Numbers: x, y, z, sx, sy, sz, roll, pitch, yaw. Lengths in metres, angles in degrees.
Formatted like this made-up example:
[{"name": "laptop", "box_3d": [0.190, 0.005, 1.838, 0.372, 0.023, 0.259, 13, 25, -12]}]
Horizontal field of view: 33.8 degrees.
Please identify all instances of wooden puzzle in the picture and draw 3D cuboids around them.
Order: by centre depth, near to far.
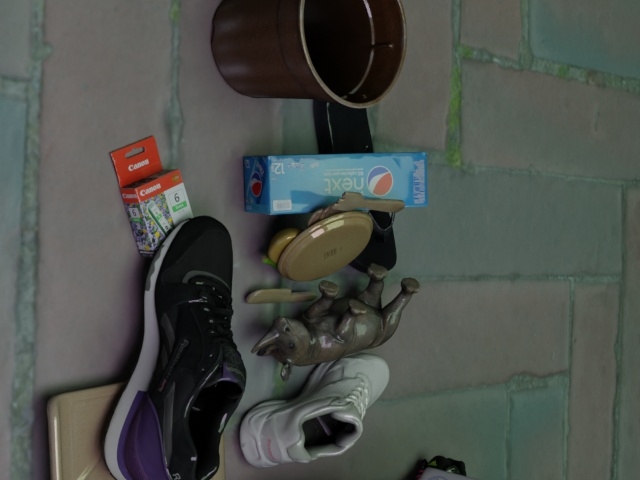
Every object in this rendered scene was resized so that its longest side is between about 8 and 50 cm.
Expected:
[{"name": "wooden puzzle", "box_3d": [-0.187, 0.251, 1.090, 0.239, 0.044, 0.221, -5, 95, -51]}]

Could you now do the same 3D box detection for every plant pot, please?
[{"name": "plant pot", "box_3d": [-0.022, -0.224, 1.150, 0.167, 0.165, 0.167, -3, 94, -47]}]

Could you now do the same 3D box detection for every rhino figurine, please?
[{"name": "rhino figurine", "box_3d": [0.011, 0.103, 1.252, 0.243, 0.073, 0.106, -15, 139, -44]}]

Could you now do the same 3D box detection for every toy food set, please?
[{"name": "toy food set", "box_3d": [0.000, 0.000, 1.209, 0.132, 0.192, 0.038, 4, 48, -49]}]

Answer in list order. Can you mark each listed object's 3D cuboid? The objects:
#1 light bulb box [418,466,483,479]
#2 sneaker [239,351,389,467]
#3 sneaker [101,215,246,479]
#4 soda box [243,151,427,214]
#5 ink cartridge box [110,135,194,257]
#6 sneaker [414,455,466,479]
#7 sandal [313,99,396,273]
[{"name": "light bulb box", "box_3d": [0.155, 0.492, 1.042, 0.361, 0.225, 0.358, -47, 132, -43]}, {"name": "sneaker", "box_3d": [0.021, 0.206, 1.245, 0.232, 0.115, 0.090, -31, 113, -41]}, {"name": "sneaker", "box_3d": [-0.112, 0.110, 1.050, 0.107, 0.124, 0.283, 31, 64, -45]}, {"name": "soda box", "box_3d": [0.020, -0.068, 1.224, 0.210, 0.071, 0.067, -3, 95, -28]}, {"name": "ink cartridge box", "box_3d": [-0.172, -0.046, 1.098, 0.063, 0.029, 0.115, -30, 113, -41]}, {"name": "sneaker", "box_3d": [0.147, 0.329, 1.422, 0.170, 0.063, 0.074, 7, 87, -51]}, {"name": "sandal", "box_3d": [0.049, -0.072, 1.308, 0.097, 0.054, 0.254, -30, 113, -41]}]
